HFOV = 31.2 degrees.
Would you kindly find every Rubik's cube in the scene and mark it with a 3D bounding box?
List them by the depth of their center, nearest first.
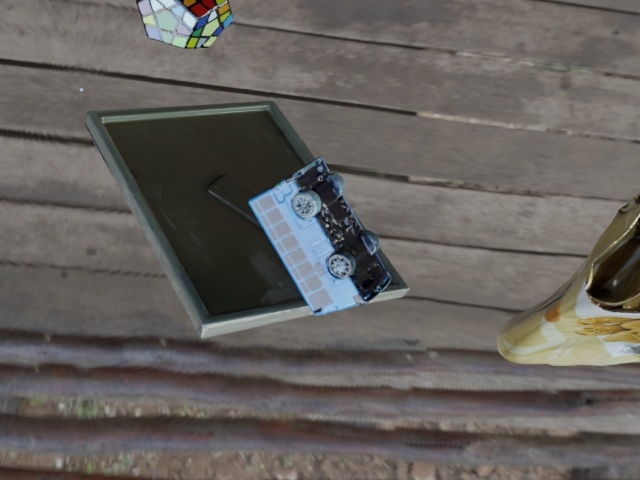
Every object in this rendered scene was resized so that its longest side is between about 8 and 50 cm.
[{"bbox_3d":[-0.173,-0.302,1.441,0.133,0.133,0.112,7,105,-13],"label":"Rubik's cube"}]

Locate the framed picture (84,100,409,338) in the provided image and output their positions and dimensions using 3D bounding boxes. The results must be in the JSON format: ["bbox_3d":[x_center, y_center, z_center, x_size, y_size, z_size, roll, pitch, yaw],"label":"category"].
[{"bbox_3d":[-0.113,-0.053,1.652,0.326,0.446,0.028,-8,137,-31],"label":"framed picture"}]

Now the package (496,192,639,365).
[{"bbox_3d":[0.363,0.048,1.410,0.221,0.311,0.165,2,72,-7],"label":"package"}]

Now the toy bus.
[{"bbox_3d":[0.000,0.000,1.442,0.106,0.090,0.184,-26,96,34],"label":"toy bus"}]
